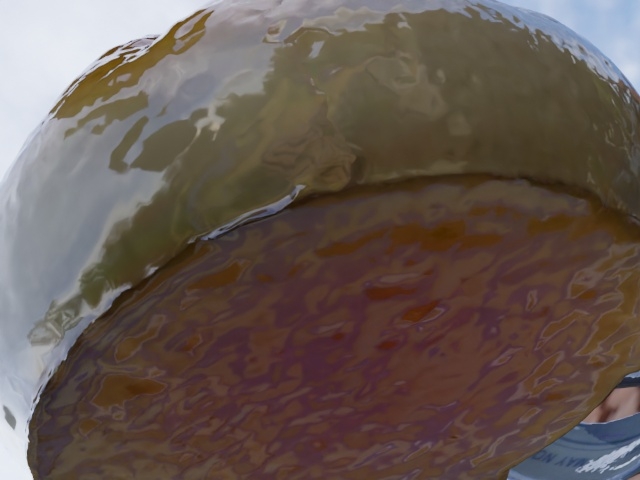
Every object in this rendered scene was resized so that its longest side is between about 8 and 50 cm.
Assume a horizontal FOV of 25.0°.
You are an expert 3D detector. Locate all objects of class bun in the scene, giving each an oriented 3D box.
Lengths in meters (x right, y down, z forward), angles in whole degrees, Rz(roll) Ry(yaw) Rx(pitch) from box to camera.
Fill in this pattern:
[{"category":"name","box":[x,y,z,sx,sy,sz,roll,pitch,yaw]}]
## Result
[{"category":"bun","box":[0.000,0.000,0.612,0.299,0.164,0.299,-11,-35,-7]}]

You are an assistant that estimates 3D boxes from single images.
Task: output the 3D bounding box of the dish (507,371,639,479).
[{"category":"dish","box":[0.189,0.028,0.982,0.134,0.273,0.273,-3,-66,-39]}]
